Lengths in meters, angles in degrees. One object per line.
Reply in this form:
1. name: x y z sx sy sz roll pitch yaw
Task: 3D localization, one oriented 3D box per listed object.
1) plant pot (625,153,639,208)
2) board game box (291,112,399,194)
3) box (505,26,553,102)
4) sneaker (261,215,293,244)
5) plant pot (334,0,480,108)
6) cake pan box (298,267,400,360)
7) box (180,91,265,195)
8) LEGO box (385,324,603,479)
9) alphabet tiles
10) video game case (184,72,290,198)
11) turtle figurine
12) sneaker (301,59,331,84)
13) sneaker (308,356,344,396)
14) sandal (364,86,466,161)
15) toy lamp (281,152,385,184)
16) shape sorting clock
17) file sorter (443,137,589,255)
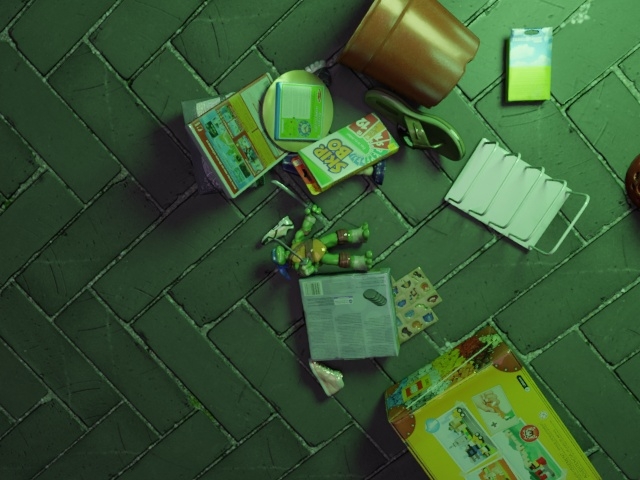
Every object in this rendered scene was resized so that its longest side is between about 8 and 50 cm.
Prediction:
1. plant pot: 0.898 -0.147 1.322 0.191 0.174 0.190 1 102 6
2. board game box: 0.063 -0.227 1.381 0.260 0.039 0.124 -30 73 -8
3. box: 0.535 -0.450 1.361 0.109 0.042 0.178 -1 100 4
4. sneaker: -0.121 -0.020 1.488 0.109 0.040 0.043 -41 96 10
5. plant pot: 0.218 -0.475 1.284 0.265 0.272 0.272 32 101 -9
6. cake pan box: 0.077 0.209 1.481 0.267 0.070 0.245 -7 98 15
7. box: -0.252 -0.254 1.405 0.164 0.142 0.247 -8 99 6
8. LEGO box: 0.475 0.555 1.463 0.373 0.193 0.500 -35 96 9
9. alphabet tiles: 0.214 0.188 1.506 0.237 0.009 0.198 -35 92 6
10. video game case: -0.179 -0.266 1.322 0.025 0.285 0.204 0 127 47
11. turtle figurine: 0.000 0.000 1.393 0.267 0.197 0.274 -2 117 -5
12. sneaker: -0.045 -0.409 1.405 0.167 0.065 0.076 -29 101 11
13. sneaker: 0.022 0.384 1.543 0.070 0.051 0.134 -29 100 7
14. sandal: 0.235 -0.286 1.371 0.303 0.120 0.086 32 76 7
15. toy lamp: 0.034 -0.198 1.428 0.275 0.080 0.080 8 100 1
16. shape sorting clock: -0.057 -0.332 1.368 0.206 0.040 0.206 -8 108 -25
17. file sorter: 0.498 -0.112 1.357 0.278 0.173 0.192 30 100 -1
